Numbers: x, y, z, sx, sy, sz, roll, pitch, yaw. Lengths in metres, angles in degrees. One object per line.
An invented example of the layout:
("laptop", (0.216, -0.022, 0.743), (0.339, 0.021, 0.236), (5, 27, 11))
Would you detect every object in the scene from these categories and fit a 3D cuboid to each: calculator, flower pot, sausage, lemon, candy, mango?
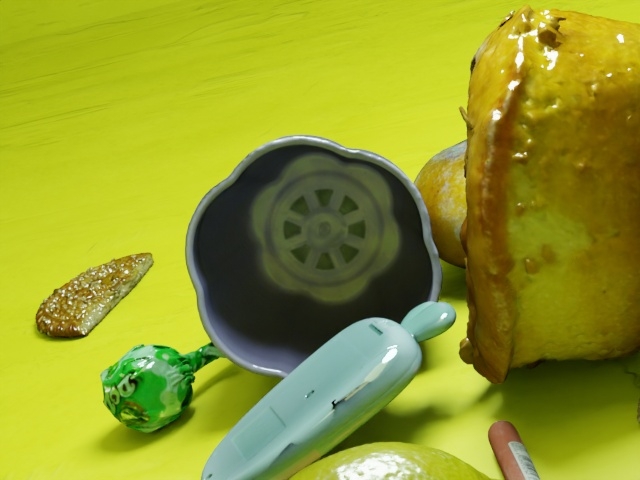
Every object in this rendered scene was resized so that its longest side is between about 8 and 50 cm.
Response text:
("calculator", (0.005, 0.151, 1.892), (0.299, 0.041, 0.185), (-39, 14, -3))
("flower pot", (0.000, 0.000, 2.091), (0.265, 0.265, 0.243), (-17, 11, 8))
("sausage", (0.176, 0.208, 1.710), (0.029, 0.029, 0.223), (-19, 20, 1))
("lemon", (0.049, 0.245, 1.516), (0.248, 0.184, 0.184), (-20, 19, -20))
("candy", (-0.105, 0.116, 2.159), (0.323, 0.097, 0.097), (-27, 20, -39))
("mango", (0.203, -0.054, 2.209), (0.192, 0.146, 0.316), (-13, 7, 15))

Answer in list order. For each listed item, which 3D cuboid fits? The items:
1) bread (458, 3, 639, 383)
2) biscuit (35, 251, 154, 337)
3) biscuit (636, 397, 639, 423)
("bread", (0.231, -0.040, 1.862), (0.204, 0.358, 0.337), (3, 3, 11))
("biscuit", (-0.301, 0.070, 2.505), (0.126, 0.025, 0.206), (-9, 23, 27))
("biscuit", (0.340, 0.140, 1.752), (0.120, 0.015, 0.120), (-18, 20, 7))
